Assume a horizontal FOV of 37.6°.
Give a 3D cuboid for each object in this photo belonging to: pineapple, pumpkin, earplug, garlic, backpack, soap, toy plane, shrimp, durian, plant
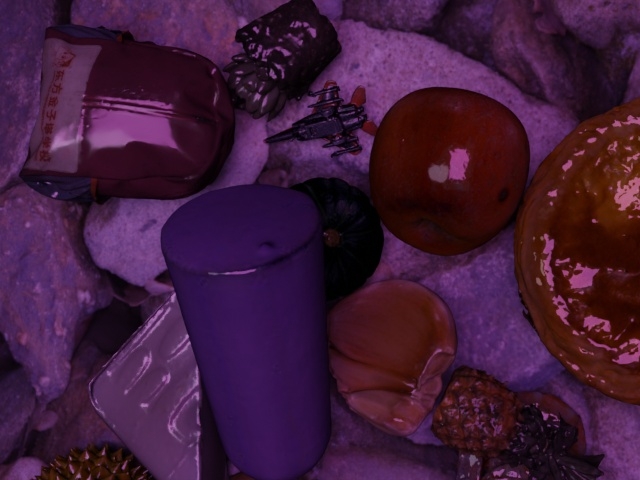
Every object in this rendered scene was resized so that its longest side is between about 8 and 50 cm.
[{"bbox_3d":[0.285,0.280,1.348,0.248,0.128,0.128,26,91,14],"label":"pineapple"},{"bbox_3d":[0.005,-0.001,1.436,0.194,0.150,0.194,-1,85,9],"label":"pumpkin"},{"bbox_3d":[-0.082,0.159,1.345,0.215,0.215,0.456,0,124,9],"label":"earplug"},{"bbox_3d":[0.105,0.164,1.424,0.228,0.110,0.217,28,88,37],"label":"garlic"},{"bbox_3d":[-0.288,-0.190,1.474,0.317,0.197,0.283,6,87,6],"label":"backpack"},{"bbox_3d":[-0.176,0.239,1.442,0.302,0.159,0.258,44,92,13],"label":"soap"},{"bbox_3d":[-0.006,-0.180,1.493,0.189,0.061,0.130,-18,114,11],"label":"toy plane"},{"bbox_3d":[0.256,0.347,1.424,0.317,0.062,0.164,-37,74,2],"label":"shrimp"},{"bbox_3d":[-0.339,0.424,1.476,0.306,0.172,0.166,11,113,2],"label":"durian"},{"bbox_3d":[-0.067,-0.286,1.474,0.194,0.132,0.129,-43,79,0],"label":"plant"}]

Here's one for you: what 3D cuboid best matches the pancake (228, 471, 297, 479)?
[{"bbox_3d":[-0.076,0.472,1.486,0.235,0.029,0.212,38,95,11],"label":"pancake"}]

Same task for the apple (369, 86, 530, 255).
[{"bbox_3d":[0.185,-0.094,1.358,0.253,0.253,0.254,-1,87,9],"label":"apple"}]

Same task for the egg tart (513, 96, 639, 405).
[{"bbox_3d":[0.493,0.020,1.341,0.443,0.178,0.443,0,89,10],"label":"egg tart"}]
